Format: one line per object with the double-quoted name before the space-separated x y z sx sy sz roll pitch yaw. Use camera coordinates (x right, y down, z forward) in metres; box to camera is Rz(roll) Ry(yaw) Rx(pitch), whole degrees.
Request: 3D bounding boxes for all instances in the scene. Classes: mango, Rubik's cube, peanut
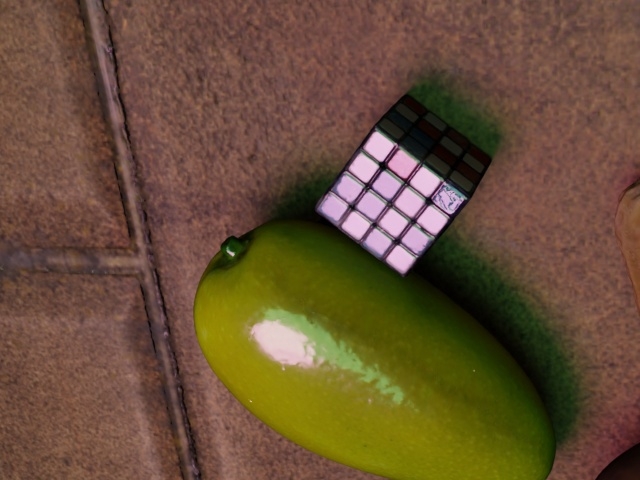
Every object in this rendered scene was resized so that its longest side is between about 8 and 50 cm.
"mango" 0.049 0.114 0.801 0.343 0.156 0.192 34 138 -3
"Rubik's cube" 0.067 -0.045 0.757 0.092 0.092 0.092 37 121 2
"peanut" 0.278 0.030 0.723 0.080 0.080 0.174 -16 110 26

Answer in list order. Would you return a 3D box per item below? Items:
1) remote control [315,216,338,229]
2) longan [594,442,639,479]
"remote control" 0.000 0.000 0.849 0.034 0.016 0.091 46 122 -9
"longan" 0.307 0.245 0.740 0.220 0.196 0.197 0 119 -16
